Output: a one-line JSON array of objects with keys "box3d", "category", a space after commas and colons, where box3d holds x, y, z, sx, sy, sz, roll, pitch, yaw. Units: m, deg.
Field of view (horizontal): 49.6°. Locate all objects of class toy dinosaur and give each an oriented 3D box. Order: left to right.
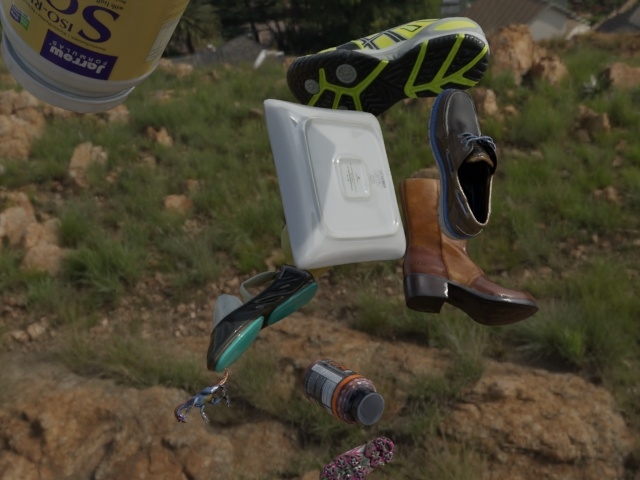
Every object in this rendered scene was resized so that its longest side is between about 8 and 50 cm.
[{"box3d": [-0.181, 0.246, 1.057, 0.082, 0.047, 0.090, -11, 28, 8], "category": "toy dinosaur"}]

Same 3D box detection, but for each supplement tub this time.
[{"box3d": [-0.315, -0.367, 0.992, 0.241, 0.331, 0.240, 20, 48, -24], "category": "supplement tub"}, {"box3d": [0.050, 0.328, 1.487, 0.106, 0.106, 0.198, -27, 23, -28], "category": "supplement tub"}]

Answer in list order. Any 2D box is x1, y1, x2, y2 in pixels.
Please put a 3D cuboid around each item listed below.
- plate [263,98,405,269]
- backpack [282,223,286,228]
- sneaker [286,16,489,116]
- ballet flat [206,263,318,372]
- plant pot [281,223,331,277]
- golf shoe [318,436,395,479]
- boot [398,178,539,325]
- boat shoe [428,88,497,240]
[{"box3d": [0.042, -0.099, 1.154, 0.045, 0.277, 0.278, -19, -10, 42], "category": "plate"}, {"box3d": [-0.010, -0.020, 1.604, 0.098, 0.101, 0.120, -44, 21, -12], "category": "backpack"}, {"box3d": [0.125, -0.331, 1.321, 0.385, 0.145, 0.147, -4, 39, 16], "category": "sneaker"}, {"box3d": [-0.119, 0.123, 1.184, 0.096, 0.095, 0.280, 37, 41, 17], "category": "ballet flat"}, {"box3d": [0.000, 0.000, 1.438, 0.095, 0.134, 0.134, -27, 13, 43], "category": "plant pot"}, {"box3d": [0.070, 0.481, 1.476, 0.186, 0.086, 0.067, -14, 73, -33], "category": "golf shoe"}, {"box3d": [0.277, 0.017, 1.327, 0.264, 0.096, 0.280, 6, 55, -3], "category": "boot"}, {"box3d": [0.173, -0.094, 0.806, 0.066, 0.183, 0.066, -2, -7, -24], "category": "boat shoe"}]
